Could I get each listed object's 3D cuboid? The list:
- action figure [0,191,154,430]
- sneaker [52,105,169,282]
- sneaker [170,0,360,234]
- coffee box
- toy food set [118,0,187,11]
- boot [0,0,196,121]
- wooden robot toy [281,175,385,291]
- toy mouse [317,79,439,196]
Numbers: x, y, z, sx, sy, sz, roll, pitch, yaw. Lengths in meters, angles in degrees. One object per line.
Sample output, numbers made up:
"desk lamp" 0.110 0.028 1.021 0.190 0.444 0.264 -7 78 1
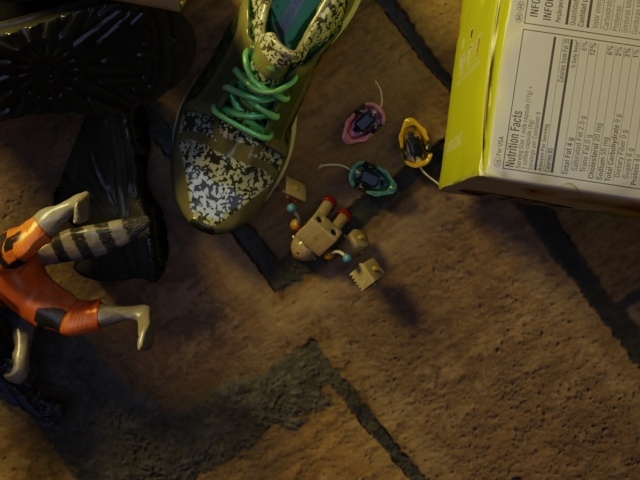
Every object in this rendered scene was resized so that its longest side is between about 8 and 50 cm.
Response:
"action figure" -0.353 0.075 1.319 0.330 0.178 0.341 -6 137 23
"sneaker" -0.270 -0.083 1.343 0.130 0.109 0.286 -7 93 7
"sneaker" -0.072 -0.199 1.292 0.158 0.182 0.410 23 95 -3
"coffee box" 0.329 -0.200 1.207 0.334 0.337 0.338 8 90 -2
"toy food set" -0.243 -0.343 1.224 0.220 0.306 0.092 9 116 -3
"boot" -0.339 -0.255 1.270 0.348 0.260 0.131 -10 129 -17
"wooden robot toy" 0.000 0.000 1.384 0.173 0.076 0.079 43 129 -5
"toy mouse" 0.064 -0.113 1.378 0.143 0.031 0.161 -20 95 1
